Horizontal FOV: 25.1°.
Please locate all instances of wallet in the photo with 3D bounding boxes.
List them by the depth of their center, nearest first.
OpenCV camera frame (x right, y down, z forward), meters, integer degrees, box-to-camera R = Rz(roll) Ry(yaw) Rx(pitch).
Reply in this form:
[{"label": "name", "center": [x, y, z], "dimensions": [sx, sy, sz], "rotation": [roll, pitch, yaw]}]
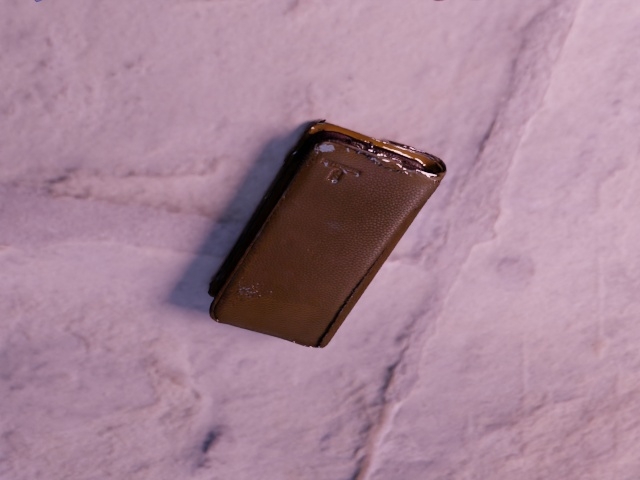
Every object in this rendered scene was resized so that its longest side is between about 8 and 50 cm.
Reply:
[{"label": "wallet", "center": [0.000, 0.000, 1.070], "dimensions": [0.110, 0.031, 0.198], "rotation": [18, 130, -21]}]
